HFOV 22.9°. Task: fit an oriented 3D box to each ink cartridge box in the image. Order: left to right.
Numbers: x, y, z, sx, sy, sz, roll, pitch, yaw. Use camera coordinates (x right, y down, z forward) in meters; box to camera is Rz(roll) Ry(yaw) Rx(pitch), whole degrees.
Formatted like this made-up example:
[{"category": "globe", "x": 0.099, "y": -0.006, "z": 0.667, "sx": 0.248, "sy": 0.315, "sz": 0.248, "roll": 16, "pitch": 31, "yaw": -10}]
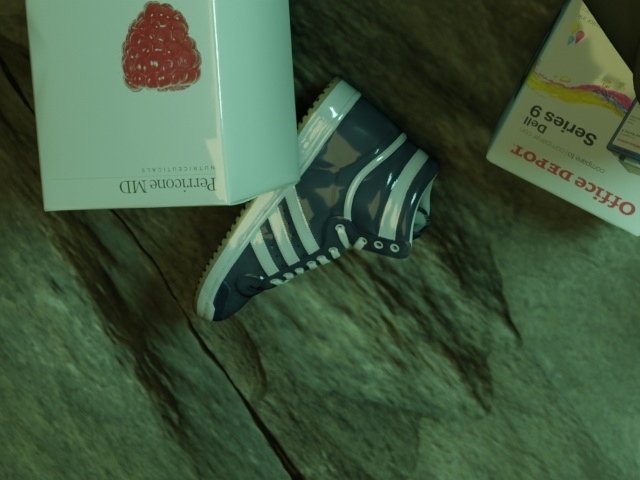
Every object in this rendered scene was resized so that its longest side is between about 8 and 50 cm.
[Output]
[{"category": "ink cartridge box", "x": 0.258, "y": -0.134, "z": 1.346, "sx": 0.154, "sy": 0.093, "sz": 0.212, "roll": 28, "pitch": 121, "yaw": 1}]

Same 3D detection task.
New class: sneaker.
[{"category": "sneaker", "x": 0.000, "y": 0.000, "z": 1.481, "sx": 0.153, "sy": 0.099, "sz": 0.282, "roll": 34, "pitch": 116, "yaw": 0}]

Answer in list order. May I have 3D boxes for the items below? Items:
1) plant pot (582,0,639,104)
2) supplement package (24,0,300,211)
[{"category": "plant pot", "x": 0.287, "y": -0.263, "z": 1.141, "sx": 0.280, "sy": 0.323, "sz": 0.323, "roll": 47, "pitch": 123, "yaw": 25}, {"category": "supplement package", "x": -0.134, "y": -0.180, "z": 1.343, "sx": 0.177, "sy": 0.175, "sz": 0.293, "roll": -2, "pitch": 98, "yaw": 19}]
